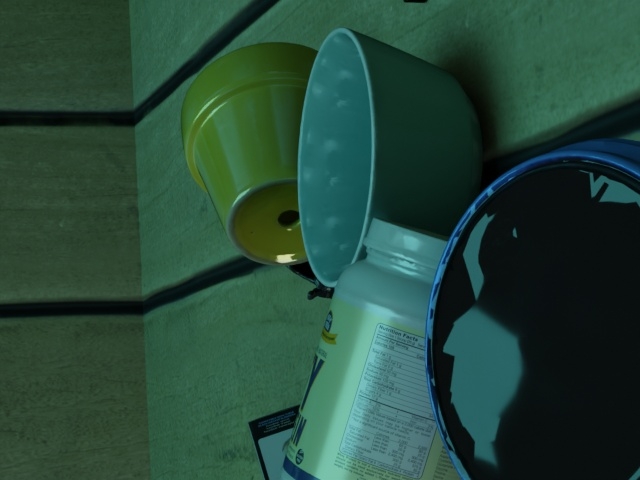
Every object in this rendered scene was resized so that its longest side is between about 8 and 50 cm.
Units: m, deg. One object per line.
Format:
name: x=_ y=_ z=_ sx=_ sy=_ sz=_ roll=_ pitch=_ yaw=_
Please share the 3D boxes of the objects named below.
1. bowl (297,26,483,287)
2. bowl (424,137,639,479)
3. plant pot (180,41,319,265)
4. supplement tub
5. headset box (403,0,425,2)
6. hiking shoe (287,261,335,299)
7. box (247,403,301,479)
bowl: x=0.089 y=-0.098 z=1.953 sx=0.311 sy=0.163 sz=0.312 roll=-179 pitch=90 yaw=-74
bowl: x=0.243 y=0.101 z=1.467 sx=0.391 sy=0.077 sz=0.391 roll=-1 pitch=88 yaw=50
plant pot: x=-0.058 y=-0.102 z=2.218 sx=0.239 sy=0.254 sz=0.254 roll=-101 pitch=20 yaw=-45
supplement tub: x=0.106 y=0.157 z=1.761 sx=0.235 sy=0.235 sz=0.325 roll=-157 pitch=83 yaw=-69
headset box: x=0.117 y=-0.354 z=2.071 sx=0.062 sy=0.032 sz=0.083 roll=109 pitch=154 yaw=-43
hiking shoe: x=0.000 y=0.000 z=2.304 sx=0.227 sy=0.114 sz=0.086 roll=-115 pitch=30 yaw=-49
box: x=-0.017 y=0.402 z=2.332 sx=0.169 sy=0.087 sz=0.290 roll=74 pitch=178 yaw=-47
